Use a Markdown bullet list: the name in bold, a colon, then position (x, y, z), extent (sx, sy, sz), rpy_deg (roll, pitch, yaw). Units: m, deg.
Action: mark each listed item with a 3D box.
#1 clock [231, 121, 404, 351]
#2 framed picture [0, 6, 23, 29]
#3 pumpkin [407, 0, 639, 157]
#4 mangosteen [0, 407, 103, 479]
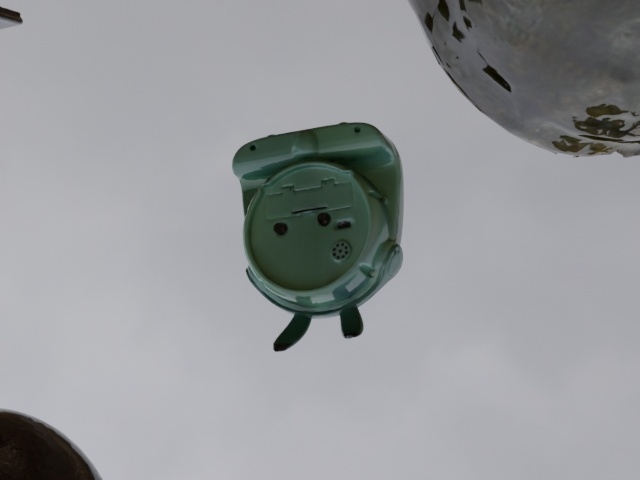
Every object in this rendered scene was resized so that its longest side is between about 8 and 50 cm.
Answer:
- **clock**: position (0.000, 0.000, 1.068), extent (0.101, 0.135, 0.041), rpy_deg (-10, 161, 18)
- **framed picture**: position (-0.418, -0.161, 1.368), extent (0.265, 0.016, 0.347), rpy_deg (-11, 176, 18)
- **pumpkin**: position (0.112, -0.221, 0.727), extent (0.242, 0.232, 0.325), rpy_deg (-9, -111, -23)
- **mangosteen**: position (-0.236, 0.217, 1.249), extent (0.210, 0.210, 0.210), rpy_deg (9, -161, -3)
